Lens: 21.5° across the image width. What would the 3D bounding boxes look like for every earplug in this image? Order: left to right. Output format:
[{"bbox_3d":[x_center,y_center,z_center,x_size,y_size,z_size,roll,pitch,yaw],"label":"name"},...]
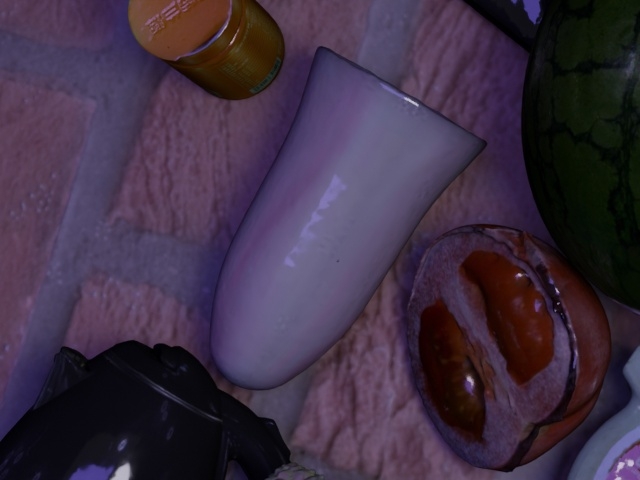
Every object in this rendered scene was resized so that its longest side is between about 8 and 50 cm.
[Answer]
[{"bbox_3d":[0.000,0.000,1.489,0.172,0.172,0.301,31,96,14],"label":"earplug"}]

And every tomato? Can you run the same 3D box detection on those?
[{"bbox_3d":[0.172,0.079,1.445,0.112,0.228,0.199,-14,66,-35],"label":"tomato"}]

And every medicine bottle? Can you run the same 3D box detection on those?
[{"bbox_3d":[-0.098,-0.187,1.506,0.096,0.192,0.096,-1,85,12],"label":"medicine bottle"}]

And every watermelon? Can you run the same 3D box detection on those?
[{"bbox_3d":[0.324,-0.104,1.334,0.363,0.363,0.363,-1,83,12],"label":"watermelon"}]

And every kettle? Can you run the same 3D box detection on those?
[{"bbox_3d":[-0.168,0.237,1.488,0.268,0.207,0.290,34,87,-16],"label":"kettle"}]

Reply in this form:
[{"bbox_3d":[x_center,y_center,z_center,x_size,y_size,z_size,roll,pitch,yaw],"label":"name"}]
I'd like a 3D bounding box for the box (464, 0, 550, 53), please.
[{"bbox_3d":[0.201,-0.341,1.520,0.290,0.073,0.289,41,93,13],"label":"box"}]

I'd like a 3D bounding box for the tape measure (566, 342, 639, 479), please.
[{"bbox_3d":[0.318,0.235,1.407,0.243,0.125,0.246,35,89,20],"label":"tape measure"}]

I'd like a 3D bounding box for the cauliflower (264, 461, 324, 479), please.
[{"bbox_3d":[0.053,0.303,1.379,0.256,0.315,0.239,8,76,-31],"label":"cauliflower"}]
